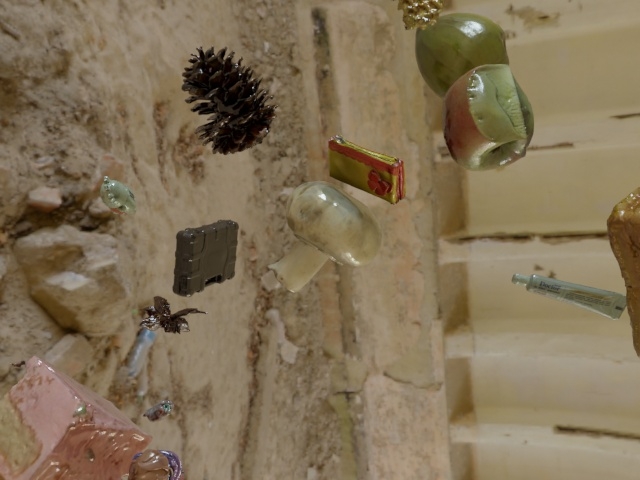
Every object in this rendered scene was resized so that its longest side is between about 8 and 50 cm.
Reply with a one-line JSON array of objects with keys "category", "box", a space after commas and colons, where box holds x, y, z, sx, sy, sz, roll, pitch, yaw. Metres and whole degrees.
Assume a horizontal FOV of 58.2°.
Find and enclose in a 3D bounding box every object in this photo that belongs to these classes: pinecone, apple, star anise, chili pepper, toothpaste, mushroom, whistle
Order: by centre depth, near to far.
[{"category": "apple", "box": [0.334, -0.245, 1.173, 0.207, 0.174, 0.188, 5, 59, -45]}, {"category": "toothpaste", "box": [0.564, 0.121, 1.311, 0.037, 0.255, 0.067, -63, 167, -65]}, {"category": "chili pepper", "box": [-0.400, 0.426, 1.428, 0.050, 0.153, 0.041, -20, 78, -42]}, {"category": "pinecone", "box": [-0.250, -0.368, 1.508, 0.292, 0.246, 0.246, 58, 23, -22]}, {"category": "star anise", "box": [-0.394, 0.191, 1.551, 0.140, 0.144, 0.158, 39, 16, -7]}, {"category": "mushroom", "box": [0.000, 0.000, 1.721, 0.314, 0.336, 0.314, 42, 6, -5]}, {"category": "whistle", "box": [-0.709, -0.149, 2.027, 0.253, 0.106, 0.101, 71, 30, -76]}]

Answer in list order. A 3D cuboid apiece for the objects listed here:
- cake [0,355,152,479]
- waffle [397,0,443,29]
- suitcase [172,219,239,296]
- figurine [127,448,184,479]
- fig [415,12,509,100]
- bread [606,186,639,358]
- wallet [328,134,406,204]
[{"category": "cake", "box": [-0.621, 0.501, 1.355, 0.307, 0.293, 0.314, -56, 144, -21]}, {"category": "waffle", "box": [0.196, -0.548, 1.268, 0.046, 0.161, 0.192, 123, -19, -64]}, {"category": "suitcase", "box": [-0.354, 0.049, 1.800, 0.285, 0.066, 0.206, -23, 122, -67]}, {"category": "figurine", "box": [-0.362, 0.503, 1.227, 0.126, 0.114, 0.157, 50, -13, 15]}, {"category": "fig", "box": [0.367, -0.500, 1.542, 0.239, 0.271, 0.239, -44, 166, -14]}, {"category": "bread", "box": [0.516, 0.055, 0.881, 0.139, 0.077, 0.271, -32, 109, -31]}, {"category": "wallet", "box": [0.123, -0.199, 1.612, 0.067, 0.241, 0.141, -45, 146, -32]}]
